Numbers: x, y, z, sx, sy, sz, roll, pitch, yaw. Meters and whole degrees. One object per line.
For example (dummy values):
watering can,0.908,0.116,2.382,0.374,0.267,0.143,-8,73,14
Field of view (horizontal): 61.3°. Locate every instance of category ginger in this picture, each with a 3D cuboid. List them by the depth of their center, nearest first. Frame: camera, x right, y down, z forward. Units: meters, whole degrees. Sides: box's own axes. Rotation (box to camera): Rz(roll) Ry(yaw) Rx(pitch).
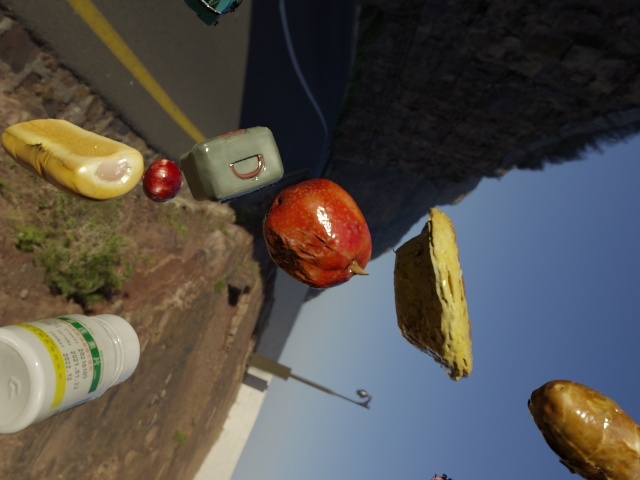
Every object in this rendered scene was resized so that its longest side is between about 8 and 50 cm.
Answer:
ginger,0.564,0.412,1.094,0.165,0.321,0.172,-48,-165,-25

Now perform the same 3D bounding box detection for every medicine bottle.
medicine bottle,-0.570,0.270,1.188,0.208,0.208,0.340,-67,165,7

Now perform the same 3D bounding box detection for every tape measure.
tape measure,-0.239,-0.550,1.165,0.125,0.146,0.080,-28,-144,36

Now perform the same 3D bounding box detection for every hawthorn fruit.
hawthorn fruit,-0.010,-0.007,0.879,0.173,0.174,0.178,105,-31,-78

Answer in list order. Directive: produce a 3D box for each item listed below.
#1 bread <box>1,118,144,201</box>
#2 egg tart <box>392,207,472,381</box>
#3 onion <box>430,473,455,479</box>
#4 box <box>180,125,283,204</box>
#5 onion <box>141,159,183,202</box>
bread,-0.438,-0.142,0.951,0.142,0.305,0.091,-20,124,-45
egg tart,0.283,0.135,1.389,0.443,0.178,0.442,-8,90,-76
onion,0.328,0.722,1.270,0.146,0.314,0.280,-55,168,22
box,-0.202,-0.171,1.241,0.210,0.147,0.129,-26,-167,-38
onion,-0.468,-0.176,1.591,0.131,0.131,0.131,23,90,-88
